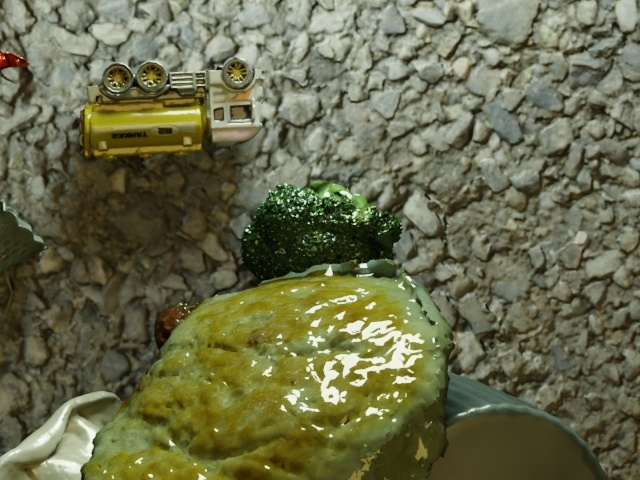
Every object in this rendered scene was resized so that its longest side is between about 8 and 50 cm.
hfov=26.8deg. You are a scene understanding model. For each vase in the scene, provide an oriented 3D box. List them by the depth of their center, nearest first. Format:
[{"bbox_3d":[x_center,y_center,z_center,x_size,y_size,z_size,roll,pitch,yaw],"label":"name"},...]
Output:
[{"bbox_3d":[-0.405,0.029,1.591,0.149,0.081,0.081,-43,94,-5],"label":"vase"}]

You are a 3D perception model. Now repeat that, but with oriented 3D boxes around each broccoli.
[{"bbox_3d":[0.000,0.000,1.621,0.195,0.195,0.156,29,62,-7],"label":"broccoli"}]

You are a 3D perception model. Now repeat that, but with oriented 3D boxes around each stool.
[{"bbox_3d":[0.163,0.300,1.541,0.297,0.330,0.297,1,86,-10],"label":"stool"}]

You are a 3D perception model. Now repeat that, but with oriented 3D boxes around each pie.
[{"bbox_3d":[-0.040,0.188,1.415,0.395,0.418,0.180,-13,116,15],"label":"pie"}]

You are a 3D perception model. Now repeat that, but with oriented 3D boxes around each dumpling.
[{"bbox_3d":[-0.315,0.316,1.500,0.187,0.243,0.318,-13,63,30],"label":"dumpling"}]

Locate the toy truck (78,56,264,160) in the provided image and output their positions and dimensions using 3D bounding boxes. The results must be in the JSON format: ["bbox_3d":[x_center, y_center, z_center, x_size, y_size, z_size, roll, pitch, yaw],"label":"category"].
[{"bbox_3d":[-0.180,-0.158,1.630,0.227,0.098,0.114,-4,91,-8],"label":"toy truck"}]

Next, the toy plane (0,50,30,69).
[{"bbox_3d":[-0.432,-0.153,1.572,0.077,0.126,0.194,46,120,24],"label":"toy plane"}]
